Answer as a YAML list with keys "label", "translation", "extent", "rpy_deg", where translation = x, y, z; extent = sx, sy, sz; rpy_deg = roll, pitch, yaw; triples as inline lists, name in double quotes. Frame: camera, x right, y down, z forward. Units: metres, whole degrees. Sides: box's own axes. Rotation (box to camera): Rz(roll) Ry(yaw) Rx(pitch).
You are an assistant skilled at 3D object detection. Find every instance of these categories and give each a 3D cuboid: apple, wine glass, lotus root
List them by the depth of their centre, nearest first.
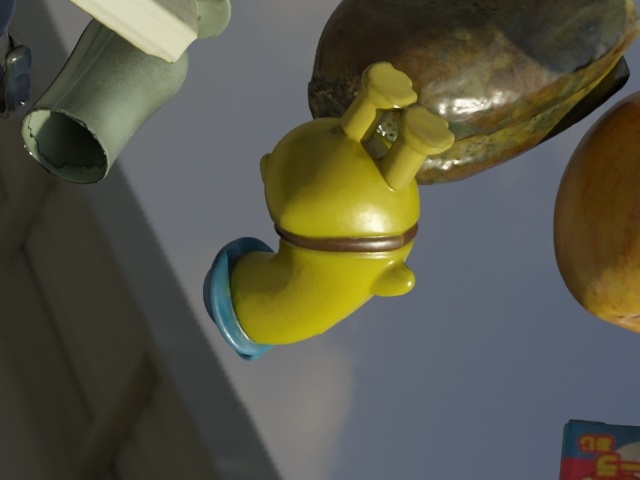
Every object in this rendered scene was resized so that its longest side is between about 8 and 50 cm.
- label: "wine glass"
  translation: [-0.173, -0.154, 1.534]
  extent: [0.103, 0.103, 0.231]
  rpy_deg: [-46, -169, 50]
- label: "lotus root"
  translation: [0.151, -0.195, 1.820]
  extent: [0.250, 0.346, 0.250]
  rpy_deg: [46, -26, 31]
- label: "apple"
  translation: [0.404, -0.026, 1.862]
  extent: [0.299, 0.299, 0.275]
  rpy_deg: [-8, -119, 68]

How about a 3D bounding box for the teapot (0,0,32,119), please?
- label: "teapot"
  translation: [-0.449, -0.288, 2.200]
  extent: [0.285, 0.305, 0.223]
  rpy_deg: [86, 27, -44]

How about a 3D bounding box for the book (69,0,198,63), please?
- label: "book"
  translation: [-0.162, -0.271, 0.822]
  extent: [0.035, 0.239, 0.352]
  rpy_deg: [-27, -121, 20]

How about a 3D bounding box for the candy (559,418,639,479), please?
- label: "candy"
  translation: [0.297, 0.328, 1.616]
  extent: [0.100, 0.157, 0.305]
  rpy_deg: [69, 27, -59]

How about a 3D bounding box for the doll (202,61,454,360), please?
- label: "doll"
  translation: [0.000, 0.000, 1.624]
  extent: [0.199, 0.145, 0.363]
  rpy_deg: [52, -48, 20]
